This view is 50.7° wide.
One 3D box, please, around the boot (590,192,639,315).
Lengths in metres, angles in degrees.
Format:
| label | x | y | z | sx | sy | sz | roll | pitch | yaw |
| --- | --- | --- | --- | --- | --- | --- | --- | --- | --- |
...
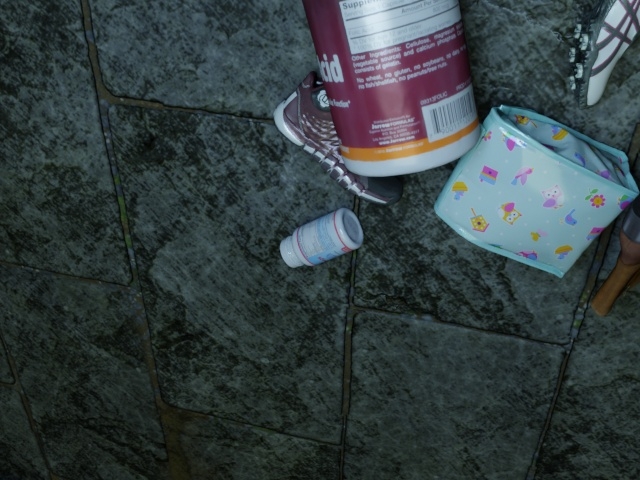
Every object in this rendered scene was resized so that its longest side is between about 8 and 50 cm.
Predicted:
| label | x | y | z | sx | sy | sz | roll | pitch | yaw |
| --- | --- | --- | --- | --- | --- | --- | --- | --- | --- |
| boot | 0.587 | -0.010 | 1.134 | 0.096 | 0.264 | 0.280 | 40 | 158 | 31 |

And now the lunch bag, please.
| label | x | y | z | sx | sy | sz | roll | pitch | yaw |
| --- | --- | --- | --- | --- | --- | --- | --- | --- | --- |
| lunch bag | 0.349 | -0.089 | 1.142 | 0.262 | 0.160 | 0.223 | 23 | 129 | -6 |

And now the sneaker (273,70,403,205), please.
| label | x | y | z | sx | sy | sz | roll | pitch | yaw |
| --- | --- | --- | --- | --- | --- | --- | --- | --- | --- |
| sneaker | 0.063 | -0.192 | 1.197 | 0.281 | 0.106 | 0.162 | 35 | 125 | -8 |

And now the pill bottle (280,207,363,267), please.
| label | x | y | z | sx | sy | sz | roll | pitch | yaw |
| --- | --- | --- | --- | --- | --- | --- | --- | --- | --- |
| pill bottle | 0.000 | 0.000 | 1.364 | 0.160 | 0.087 | 0.087 | -23 | 115 | 31 |

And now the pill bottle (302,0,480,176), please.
| label | x | y | z | sx | sy | sz | roll | pitch | yaw |
| --- | --- | --- | --- | --- | --- | --- | --- | --- | --- |
| pill bottle | 0.098 | -0.313 | 1.007 | 0.224 | 0.224 | 0.392 | -6 | 114 | 22 |

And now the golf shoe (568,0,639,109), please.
| label | x | y | z | sx | sy | sz | roll | pitch | yaw |
| --- | --- | --- | --- | --- | --- | --- | --- | --- | --- |
| golf shoe | 0.438 | -0.316 | 0.986 | 0.120 | 0.105 | 0.272 | 5 | 127 | 6 |
